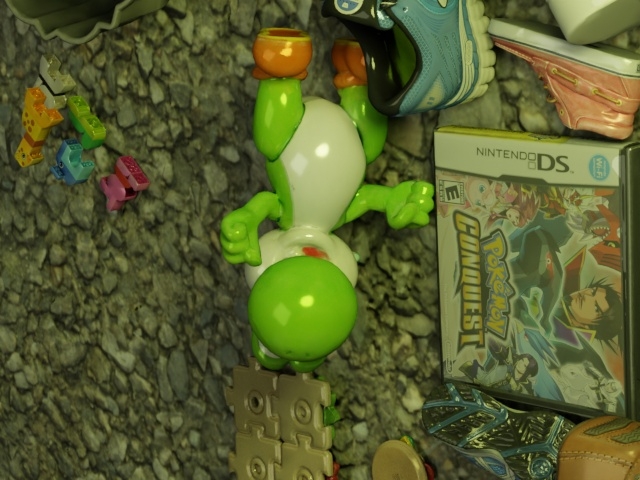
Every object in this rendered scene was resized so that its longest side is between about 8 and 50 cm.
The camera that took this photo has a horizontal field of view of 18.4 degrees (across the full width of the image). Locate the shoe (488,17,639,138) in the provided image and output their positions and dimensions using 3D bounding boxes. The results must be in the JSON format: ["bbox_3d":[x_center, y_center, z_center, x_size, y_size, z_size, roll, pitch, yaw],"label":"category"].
[{"bbox_3d":[0.227,-0.155,1.871,0.178,0.063,0.081,23,110,35],"label":"shoe"}]

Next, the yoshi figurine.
[{"bbox_3d":[-0.004,-0.028,2.020,0.203,0.203,0.362,12,103,30],"label":"yoshi figurine"}]

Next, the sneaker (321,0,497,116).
[{"bbox_3d":[0.076,-0.269,1.891,0.129,0.147,0.330,15,123,48],"label":"sneaker"}]

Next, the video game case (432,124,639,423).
[{"bbox_3d":[0.216,0.030,1.949,0.248,0.035,0.275,9,106,44],"label":"video game case"}]

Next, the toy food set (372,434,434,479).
[{"bbox_3d":[0.089,0.256,2.144,0.082,0.020,0.083,-46,67,41],"label":"toy food set"}]

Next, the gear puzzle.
[{"bbox_3d":[-0.035,0.217,2.251,0.175,0.044,0.339,6,102,46],"label":"gear puzzle"}]

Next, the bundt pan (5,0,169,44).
[{"bbox_3d":[-0.256,-0.394,2.259,0.330,0.124,0.331,13,109,42],"label":"bundt pan"}]

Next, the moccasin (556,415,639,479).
[{"bbox_3d":[0.296,0.357,1.881,0.147,0.139,0.380,22,113,45],"label":"moccasin"}]

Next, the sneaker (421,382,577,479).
[{"bbox_3d":[0.206,0.207,1.985,0.211,0.081,0.080,27,81,23],"label":"sneaker"}]

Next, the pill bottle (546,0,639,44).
[{"bbox_3d":[0.220,-0.329,1.766,0.161,0.161,0.283,-35,74,44],"label":"pill bottle"}]

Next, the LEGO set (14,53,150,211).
[{"bbox_3d":[-0.318,-0.114,2.418,0.227,0.087,0.093,53,131,24],"label":"LEGO set"}]

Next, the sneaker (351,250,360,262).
[{"bbox_3d":[0.000,0.000,2.158,0.098,0.038,0.069,-7,96,46],"label":"sneaker"}]
